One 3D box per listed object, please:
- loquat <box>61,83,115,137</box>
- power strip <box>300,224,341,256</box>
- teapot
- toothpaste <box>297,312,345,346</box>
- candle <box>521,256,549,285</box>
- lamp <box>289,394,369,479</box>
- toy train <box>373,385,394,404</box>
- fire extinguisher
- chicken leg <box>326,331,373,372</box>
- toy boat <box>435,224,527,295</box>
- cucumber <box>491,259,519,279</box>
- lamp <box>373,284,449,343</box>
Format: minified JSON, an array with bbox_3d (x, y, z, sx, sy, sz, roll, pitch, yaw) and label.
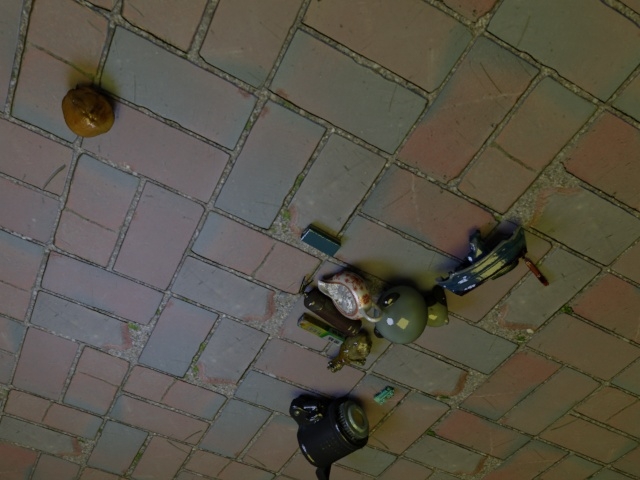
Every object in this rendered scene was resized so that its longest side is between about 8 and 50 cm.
[{"bbox_3d":[-0.610,-0.339,1.438,0.137,0.113,0.137,18,134,20],"label":"loquat"},{"bbox_3d":[0.000,0.000,1.696,0.123,0.032,0.056,29,122,-17],"label":"power strip"},{"bbox_3d":[0.106,0.180,1.746,0.116,0.245,0.159,-12,121,-40],"label":"teapot"},{"bbox_3d":[0.004,0.313,1.920,0.178,0.037,0.043,30,121,-17],"label":"toothpaste"},{"bbox_3d":[0.676,0.091,1.735,0.021,0.026,0.167,-36,117,20],"label":"candle"},{"bbox_3d":[0.060,0.749,2.127,0.272,0.205,0.374,-18,112,20],"label":"lamp"},{"bbox_3d":[0.248,0.598,2.122,0.045,0.029,0.092,39,116,-5],"label":"toy train"},{"bbox_3d":[0.027,0.222,1.837,0.267,0.072,0.089,37,92,-21],"label":"fire extinguisher"},{"bbox_3d":[0.108,0.408,1.956,0.103,0.088,0.228,16,125,-28],"label":"chicken leg"},{"bbox_3d":[0.482,0.051,1.664,0.309,0.129,0.142,-38,82,22],"label":"toy boat"},{"bbox_3d":[0.575,0.083,1.719,0.105,0.048,0.048,-30,119,22],"label":"cucumber"},{"bbox_3d":[0.290,0.236,1.777,0.243,0.198,0.198,-5,129,-22],"label":"lamp"}]
